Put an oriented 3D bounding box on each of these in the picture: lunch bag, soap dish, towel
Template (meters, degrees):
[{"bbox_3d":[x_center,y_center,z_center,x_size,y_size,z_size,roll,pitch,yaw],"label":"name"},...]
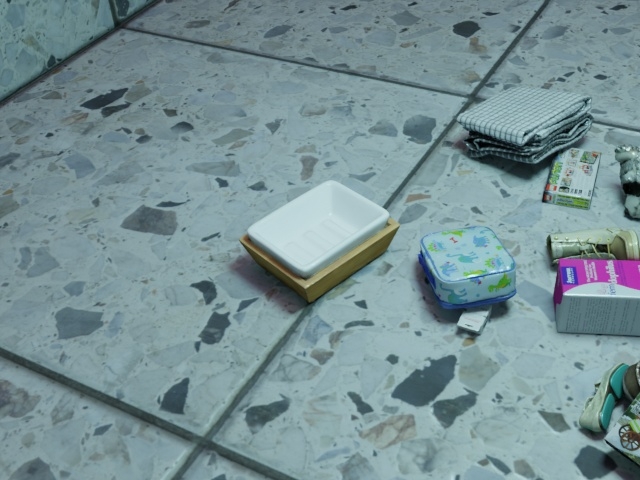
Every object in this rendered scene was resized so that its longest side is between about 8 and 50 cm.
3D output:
[{"bbox_3d":[0.307,0.054,1.710,0.176,0.090,0.219,-10,28,-4],"label":"lunch bag"},{"bbox_3d":[0.000,0.000,1.810,0.290,0.118,0.229,-32,47,-29],"label":"soap dish"},{"bbox_3d":[0.530,-0.295,2.082,0.283,0.121,0.235,-31,35,-30],"label":"towel"}]

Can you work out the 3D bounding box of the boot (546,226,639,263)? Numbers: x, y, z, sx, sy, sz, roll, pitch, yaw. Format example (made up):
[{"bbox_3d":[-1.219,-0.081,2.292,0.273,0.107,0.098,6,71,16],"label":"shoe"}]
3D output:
[{"bbox_3d":[0.578,0.016,1.718,0.165,0.077,0.213,-5,8,3],"label":"boot"}]

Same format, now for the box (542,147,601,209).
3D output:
[{"bbox_3d":[0.625,-0.159,1.998,0.114,0.036,0.207,12,43,19],"label":"box"}]

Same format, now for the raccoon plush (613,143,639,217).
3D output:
[{"bbox_3d":[0.895,-0.182,1.814,0.446,0.216,0.299,-31,42,5],"label":"raccoon plush"}]

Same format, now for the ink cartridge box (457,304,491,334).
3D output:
[{"bbox_3d":[0.315,0.162,1.652,0.048,0.028,0.083,15,43,24],"label":"ink cartridge box"}]

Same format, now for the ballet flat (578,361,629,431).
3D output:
[{"bbox_3d":[0.517,0.281,1.472,0.052,0.057,0.168,-8,27,44],"label":"ballet flat"}]

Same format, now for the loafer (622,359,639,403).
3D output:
[{"bbox_3d":[0.725,0.254,1.410,0.365,0.130,0.134,5,47,12],"label":"loafer"}]

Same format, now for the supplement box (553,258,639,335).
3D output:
[{"bbox_3d":[0.588,0.114,1.616,0.220,0.114,0.111,0,41,9],"label":"supplement box"}]

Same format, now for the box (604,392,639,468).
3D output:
[{"bbox_3d":[0.614,0.341,1.322,0.233,0.044,0.159,37,86,33],"label":"box"}]
